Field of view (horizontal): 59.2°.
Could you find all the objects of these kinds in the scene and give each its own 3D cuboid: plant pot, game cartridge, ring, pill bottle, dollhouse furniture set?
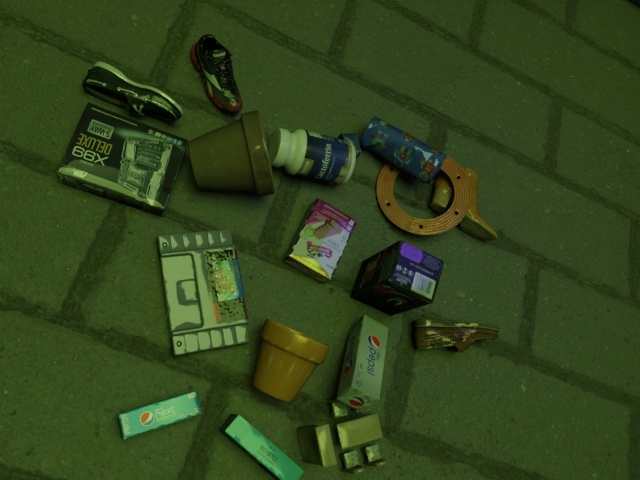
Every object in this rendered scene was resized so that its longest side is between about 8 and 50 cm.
[{"bbox_3d":[-0.274,-0.246,1.717,0.229,0.263,0.263,-13,79,-7],"label":"plant pot"},{"bbox_3d":[-0.342,0.145,1.656,0.230,0.068,0.355,-8,77,-19],"label":"game cartridge"},{"bbox_3d":[0.366,-0.173,2.006,0.337,0.032,0.336,0,70,0],"label":"ring"},{"bbox_3d":[-0.031,-0.278,1.849,0.265,0.153,0.153,10,71,-23],"label":"pill bottle"},{"bbox_3d":[-0.101,0.352,1.625,0.205,0.205,0.188,26,82,-13],"label":"plant pot"},{"bbox_3d":[0.077,0.567,1.636,0.242,0.161,0.212,-7,77,-24],"label":"dollhouse furniture set"}]

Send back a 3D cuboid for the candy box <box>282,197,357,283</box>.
[{"bbox_3d":[0.000,0.000,1.830,0.159,0.071,0.233,30,66,-12],"label":"candy box"}]

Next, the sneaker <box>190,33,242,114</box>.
[{"bbox_3d":[-0.330,-0.547,1.830,0.098,0.135,0.276,-25,86,-28],"label":"sneaker"}]

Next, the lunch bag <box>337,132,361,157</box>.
[{"bbox_3d":[0.103,-0.326,1.973,0.065,0.067,0.098,-9,77,-24],"label":"lunch bag"}]

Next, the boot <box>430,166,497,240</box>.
[{"bbox_3d":[0.556,-0.150,2.083,0.295,0.104,0.211,31,65,-6],"label":"boot"}]

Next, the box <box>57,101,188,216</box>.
[{"bbox_3d":[-0.577,-0.236,1.665,0.307,0.076,0.242,20,68,-16],"label":"box"}]

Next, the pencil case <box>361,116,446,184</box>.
[{"bbox_3d":[0.286,-0.312,1.976,0.306,0.133,0.119,32,37,10],"label":"pencil case"}]

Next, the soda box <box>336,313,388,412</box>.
[{"bbox_3d":[0.130,0.364,1.694,0.098,0.091,0.286,30,37,-11],"label":"soda box"}]

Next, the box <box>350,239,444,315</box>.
[{"bbox_3d":[0.236,0.126,1.774,0.165,0.270,0.143,26,66,-13],"label":"box"}]

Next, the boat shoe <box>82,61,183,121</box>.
[{"bbox_3d":[-0.570,-0.429,1.715,0.303,0.114,0.091,25,65,0],"label":"boat shoe"}]

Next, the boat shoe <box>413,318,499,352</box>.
[{"bbox_3d":[0.456,0.328,1.902,0.307,0.111,0.104,4,76,-11],"label":"boat shoe"}]

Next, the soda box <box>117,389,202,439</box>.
[{"bbox_3d":[-0.431,0.466,1.512,0.210,0.071,0.067,-11,78,-24],"label":"soda box"}]

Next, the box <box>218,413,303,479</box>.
[{"bbox_3d":[-0.166,0.584,1.568,0.244,0.100,0.060,43,65,-5],"label":"box"}]
